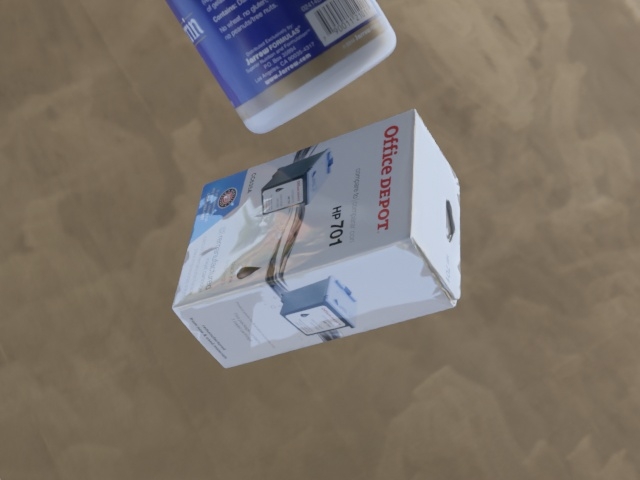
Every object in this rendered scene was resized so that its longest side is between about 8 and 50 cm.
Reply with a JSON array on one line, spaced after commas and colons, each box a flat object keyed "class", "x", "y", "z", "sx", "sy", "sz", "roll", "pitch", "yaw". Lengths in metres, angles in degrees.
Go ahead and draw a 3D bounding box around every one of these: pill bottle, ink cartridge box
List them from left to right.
[{"class": "pill bottle", "x": -0.064, "y": -0.237, "z": 0.831, "sx": 0.153, "sy": 0.153, "sz": 0.264, "roll": -37, "pitch": -80, "yaw": -29}, {"class": "ink cartridge box", "x": 0.000, "y": 0.000, "z": 0.731, "sx": 0.082, "sy": 0.191, "sz": 0.139, "roll": 52, "pitch": -150, "yaw": -36}]
